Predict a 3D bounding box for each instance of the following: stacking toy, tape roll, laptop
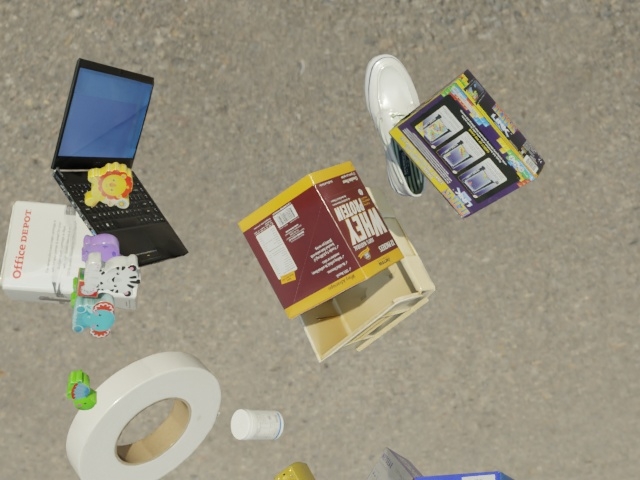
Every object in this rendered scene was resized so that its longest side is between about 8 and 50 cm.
[{"bbox_3d":[-0.236,0.051,0.828,0.052,0.167,0.221,6,125,-20],"label":"stacking toy"},{"bbox_3d":[-0.414,0.439,1.849,0.392,0.072,0.392,-30,140,-28],"label":"tape roll"},{"bbox_3d":[-0.271,-0.108,1.140,0.136,0.234,0.264,-36,86,14],"label":"laptop"}]

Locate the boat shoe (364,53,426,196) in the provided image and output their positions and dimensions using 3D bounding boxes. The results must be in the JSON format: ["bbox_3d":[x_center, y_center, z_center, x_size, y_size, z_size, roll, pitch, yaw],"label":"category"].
[{"bbox_3d":[0.130,-0.175,1.187,0.083,0.076,0.226,-21,108,-9],"label":"boat shoe"}]

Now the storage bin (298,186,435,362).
[{"bbox_3d":[0.062,0.064,1.554,0.123,0.262,0.260,-2,148,-46],"label":"storage bin"}]

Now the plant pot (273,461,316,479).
[{"bbox_3d":[-0.063,0.567,1.795,0.081,0.081,0.083,-37,145,2],"label":"plant pot"}]

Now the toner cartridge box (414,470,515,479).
[{"bbox_3d":[0.322,0.492,1.351,0.165,0.075,0.348,-16,142,36],"label":"toner cartridge box"}]

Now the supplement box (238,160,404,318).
[{"bbox_3d":[0.000,0.000,1.326,0.191,0.129,0.194,-31,86,37],"label":"supplement box"}]

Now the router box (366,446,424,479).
[{"bbox_3d":[0.148,0.691,1.890,0.082,0.301,0.335,32,174,-3],"label":"router box"}]

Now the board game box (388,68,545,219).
[{"bbox_3d":[0.201,-0.129,1.066,0.170,0.048,0.141,49,139,-8],"label":"board game box"}]

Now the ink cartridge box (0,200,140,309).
[{"bbox_3d":[-0.523,0.034,1.652,0.273,0.197,0.114,6,159,-11],"label":"ink cartridge box"}]

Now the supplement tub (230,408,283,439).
[{"bbox_3d":[-0.144,0.423,1.767,0.107,0.071,0.071,14,137,-42],"label":"supplement tub"}]
